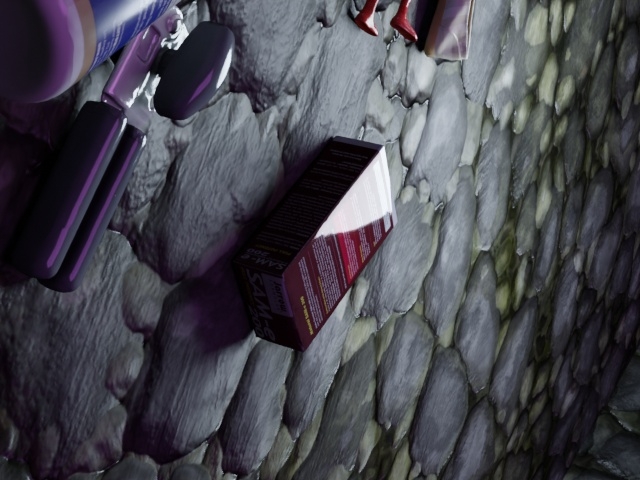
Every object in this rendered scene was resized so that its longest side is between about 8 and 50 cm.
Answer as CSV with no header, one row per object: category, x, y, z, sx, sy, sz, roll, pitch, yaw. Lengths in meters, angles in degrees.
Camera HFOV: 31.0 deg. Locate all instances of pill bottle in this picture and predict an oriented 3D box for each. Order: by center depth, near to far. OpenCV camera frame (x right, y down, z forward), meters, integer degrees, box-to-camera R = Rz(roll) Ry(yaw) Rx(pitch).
pill bottle,-0.166,-0.231,0.867,0.264,0.153,0.153,-50,143,-39

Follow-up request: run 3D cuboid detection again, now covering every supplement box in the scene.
supplement box,0.000,0.000,1.368,0.239,0.073,0.130,-53,144,-36

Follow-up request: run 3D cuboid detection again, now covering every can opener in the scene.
can opener,-0.173,-0.085,1.004,0.280,0.093,0.074,-63,151,-11

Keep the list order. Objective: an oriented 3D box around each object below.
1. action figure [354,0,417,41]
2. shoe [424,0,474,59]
action figure,0.145,-0.368,1.428,0.139,0.092,0.280,30,79,-55
shoe,0.193,-0.347,1.545,0.076,0.058,0.219,-12,116,-72
